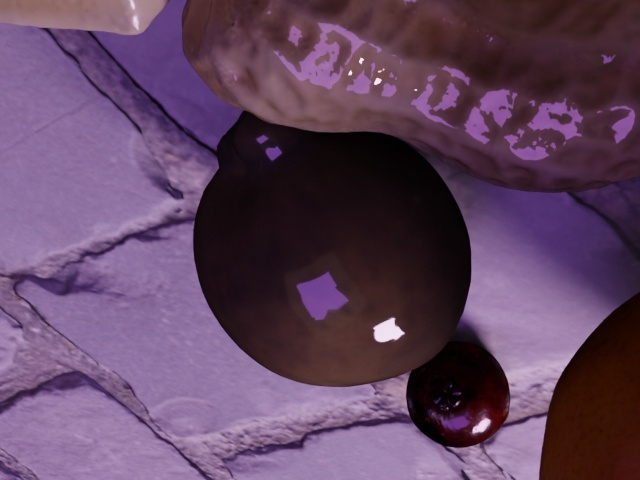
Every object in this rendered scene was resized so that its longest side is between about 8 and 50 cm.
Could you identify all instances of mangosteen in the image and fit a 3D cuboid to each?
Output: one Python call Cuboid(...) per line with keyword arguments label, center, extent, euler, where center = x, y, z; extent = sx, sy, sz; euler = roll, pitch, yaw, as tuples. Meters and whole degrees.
Cuboid(label="mangosteen", center=(0.103, 0.116, 0.874), extent=(0.081, 0.081, 0.081), euler=(13, 138, 12))

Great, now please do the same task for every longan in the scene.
Cuboid(label="longan", center=(0.000, 0.000, 0.734), extent=(0.185, 0.159, 0.204), euler=(0, 131, 35))

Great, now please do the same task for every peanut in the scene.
Cuboid(label="peanut", center=(0.071, -0.105, 0.623), extent=(0.298, 0.120, 0.136), euler=(16, 144, 5))

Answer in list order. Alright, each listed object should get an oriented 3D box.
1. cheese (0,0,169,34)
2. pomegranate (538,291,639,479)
Cuboid(label="cheese", center=(-0.198, -0.249, 0.590), extent=(0.242, 0.124, 0.265), euler=(6, 135, 14))
Cuboid(label="pomegranate", center=(0.279, 0.155, 0.649), extent=(0.319, 0.319, 0.319), euler=(13, 138, 12))
